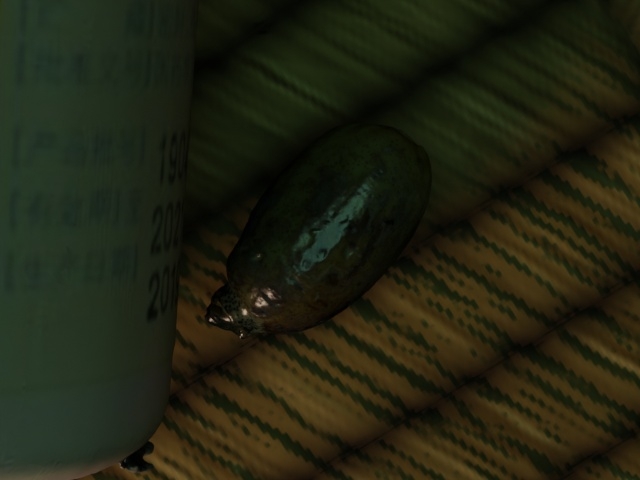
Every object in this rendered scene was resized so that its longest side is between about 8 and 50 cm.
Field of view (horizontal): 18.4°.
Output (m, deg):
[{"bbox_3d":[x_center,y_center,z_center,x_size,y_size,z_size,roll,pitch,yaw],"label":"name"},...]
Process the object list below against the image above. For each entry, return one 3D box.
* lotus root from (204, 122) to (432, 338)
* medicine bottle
[{"bbox_3d":[0.000,0.000,0.708,0.049,0.054,0.099,44,92,15],"label":"lotus root"},{"bbox_3d":[-0.140,-0.118,0.610,0.214,0.213,0.378,4,96,-3],"label":"medicine bottle"}]
